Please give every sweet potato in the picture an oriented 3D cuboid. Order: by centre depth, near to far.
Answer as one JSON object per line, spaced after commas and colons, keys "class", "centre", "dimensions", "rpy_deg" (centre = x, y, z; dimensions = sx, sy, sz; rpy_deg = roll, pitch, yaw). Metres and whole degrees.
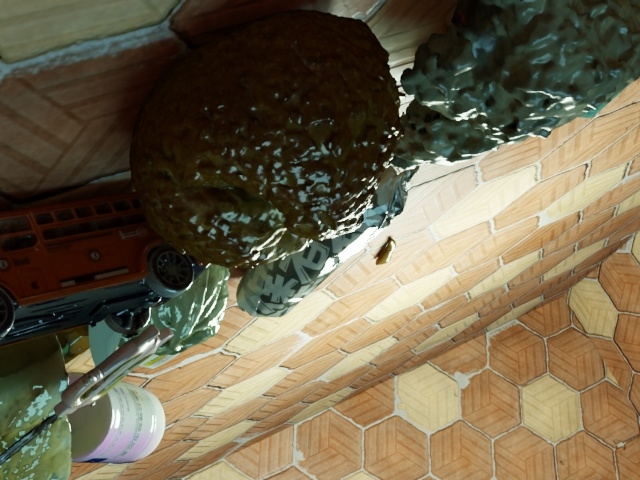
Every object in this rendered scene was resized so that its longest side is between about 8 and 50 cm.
{"class": "sweet potato", "centre": [0.136, 0.024, 1.829], "dimensions": [0.026, 0.026, 0.115], "rpy_deg": [-21, 158, -24]}

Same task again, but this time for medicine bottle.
{"class": "medicine bottle", "centre": [-0.289, 0.176, 1.542], "dimensions": [0.074, 0.055, 0.118], "rpy_deg": [-29, 162, 4]}
{"class": "medicine bottle", "centre": [-0.392, 0.323, 1.630], "dimensions": [0.152, 0.152, 0.254], "rpy_deg": [-30, 162, 4]}

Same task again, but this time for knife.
{"class": "knife", "centre": [-0.271, 0.080, 1.220], "dimensions": [0.260, 0.063, 0.034], "rpy_deg": [-58, -169, 27]}

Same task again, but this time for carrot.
{"class": "carrot", "centre": [-0.421, 0.181, 1.331], "dimensions": [0.260, 0.070, 0.070], "rpy_deg": [-37, 161, 29]}

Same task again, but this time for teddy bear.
{"class": "teddy bear", "centre": [0.209, -0.210, 1.089], "dimensions": [0.357, 0.224, 0.367], "rpy_deg": [-14, 172, -44]}

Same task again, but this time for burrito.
{"class": "burrito", "centre": [0.000, 0.000, 1.432], "dimensions": [0.139, 0.101, 0.445], "rpy_deg": [1, 150, -38]}

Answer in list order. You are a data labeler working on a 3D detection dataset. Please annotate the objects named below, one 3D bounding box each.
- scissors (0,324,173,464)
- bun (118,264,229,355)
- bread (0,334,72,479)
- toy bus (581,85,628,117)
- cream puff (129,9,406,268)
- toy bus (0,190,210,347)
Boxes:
{"class": "scissors", "centre": [-0.315, 0.210, 1.108], "dimensions": [0.317, 0.024, 0.160], "rpy_deg": [-39, 174, -3]}
{"class": "bun", "centre": [-0.221, 0.103, 1.332], "dimensions": [0.204, 0.126, 0.212], "rpy_deg": [-24, 162, -9]}
{"class": "bread", "centre": [-0.504, 0.253, 1.161], "dimensions": [0.341, 0.210, 0.300], "rpy_deg": [-23, 129, -36]}
{"class": "toy bus", "centre": [0.440, -0.290, 1.305], "dimensions": [0.091, 0.109, 0.261], "rpy_deg": [-5, 150, -41]}
{"class": "cream puff", "centre": [-0.048, -0.086, 0.940], "dimensions": [0.303, 0.212, 0.303], "rpy_deg": [-24, 166, -6]}
{"class": "toy bus", "centre": [-0.296, 0.038, 0.991], "dimensions": [0.329, 0.153, 0.143], "rpy_deg": [-14, 164, -42]}
